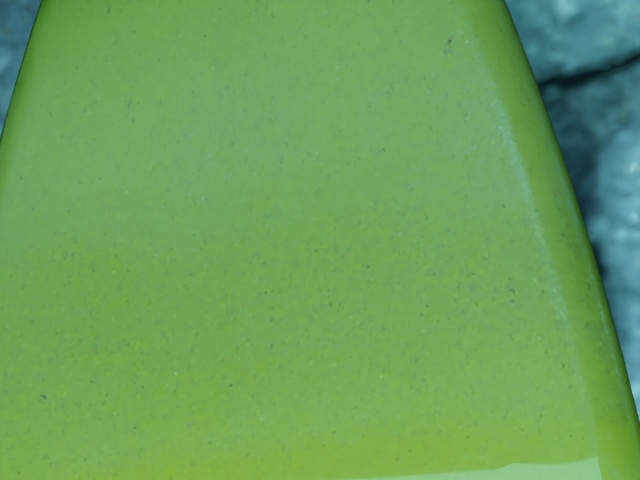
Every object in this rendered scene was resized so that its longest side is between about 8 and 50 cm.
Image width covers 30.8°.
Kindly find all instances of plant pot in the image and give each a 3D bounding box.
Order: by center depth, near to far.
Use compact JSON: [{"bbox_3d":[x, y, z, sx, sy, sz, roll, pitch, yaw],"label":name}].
[{"bbox_3d":[0.000,0.000,0.429,0.212,0.212,0.187,-7,85,13],"label":"plant pot"}]
